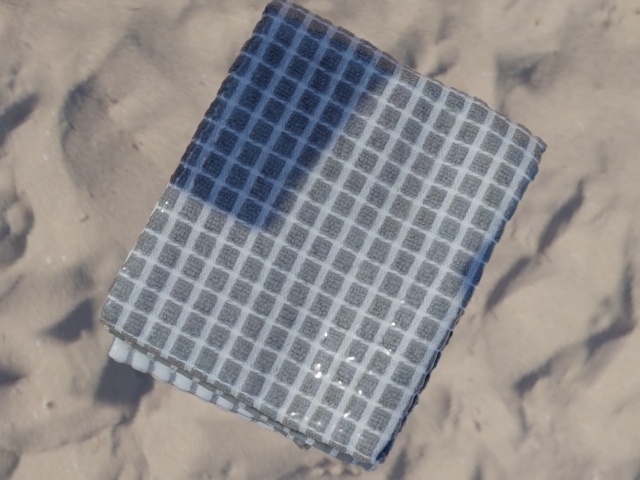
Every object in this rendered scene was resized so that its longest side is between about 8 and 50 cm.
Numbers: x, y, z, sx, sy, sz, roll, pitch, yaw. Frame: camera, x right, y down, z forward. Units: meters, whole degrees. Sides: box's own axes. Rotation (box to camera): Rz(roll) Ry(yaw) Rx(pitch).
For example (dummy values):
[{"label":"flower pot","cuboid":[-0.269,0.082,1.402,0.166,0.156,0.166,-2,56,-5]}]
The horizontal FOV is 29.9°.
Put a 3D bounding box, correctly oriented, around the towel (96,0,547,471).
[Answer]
[{"label":"towel","cuboid":[0.000,0.000,0.853,0.235,0.121,0.283,28,83,-4]}]
